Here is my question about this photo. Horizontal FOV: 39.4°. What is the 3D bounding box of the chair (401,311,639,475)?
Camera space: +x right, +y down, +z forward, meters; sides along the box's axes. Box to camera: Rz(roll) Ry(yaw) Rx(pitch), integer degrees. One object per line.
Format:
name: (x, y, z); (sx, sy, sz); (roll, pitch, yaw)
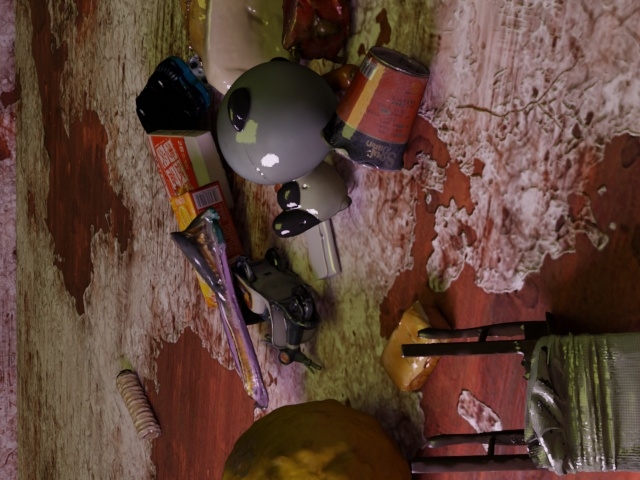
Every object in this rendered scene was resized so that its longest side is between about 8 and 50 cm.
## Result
chair: (0.256, 0.159, 0.939); (0.186, 0.318, 0.160); (3, -97, -77)

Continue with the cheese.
cheese: (-0.105, -0.346, 1.428); (0.093, 0.159, 0.263); (-96, 14, -69)

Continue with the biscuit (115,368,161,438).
biscuit: (-0.448, 0.401, 2.180); (0.219, 0.061, 0.055); (50, 131, 42)

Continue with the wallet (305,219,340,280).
wallet: (0.000, 0.000, 1.426); (0.061, 0.025, 0.122); (-23, 75, 50)

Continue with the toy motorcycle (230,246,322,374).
toy motorcycle: (-0.073, 0.110, 1.505); (0.263, 0.090, 0.157); (36, 132, 53)

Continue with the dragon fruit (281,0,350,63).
dragon fruit: (0.000, -0.343, 1.312); (0.096, 0.102, 0.147); (-32, 62, 53)

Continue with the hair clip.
hair clip: (-0.161, 0.121, 1.534); (0.110, 0.095, 0.359); (-14, 101, 35)

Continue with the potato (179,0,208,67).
potato: (-0.178, -0.439, 1.538); (0.173, 0.140, 0.301); (-119, 26, -88)

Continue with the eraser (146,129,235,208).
eraser: (-0.259, -0.139, 1.764); (0.230, 0.038, 0.157); (11, 123, 55)

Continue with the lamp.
lamp: (-0.048, -0.142, 1.314); (0.197, 0.197, 0.244); (17, 135, 56)

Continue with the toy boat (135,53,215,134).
toy boat: (-0.281, -0.280, 1.791); (0.134, 0.092, 0.299); (53, 154, -6)

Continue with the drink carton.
drink carton: (-0.200, 0.009, 1.664); (0.096, 0.071, 0.223); (-12, 99, 58)

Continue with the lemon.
lemon: (-0.008, 0.362, 1.271); (0.316, 0.285, 0.286); (76, 171, -62)

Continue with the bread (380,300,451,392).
bread: (0.128, 0.146, 1.211); (0.074, 0.053, 0.132); (62, 144, 33)

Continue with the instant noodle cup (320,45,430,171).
instant noodle cup: (0.079, -0.179, 1.192); (0.127, 0.127, 0.136); (50, 126, 43)

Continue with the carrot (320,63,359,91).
carrot: (0.007, -0.237, 1.375); (0.190, 0.037, 0.037); (-5, 90, 62)
